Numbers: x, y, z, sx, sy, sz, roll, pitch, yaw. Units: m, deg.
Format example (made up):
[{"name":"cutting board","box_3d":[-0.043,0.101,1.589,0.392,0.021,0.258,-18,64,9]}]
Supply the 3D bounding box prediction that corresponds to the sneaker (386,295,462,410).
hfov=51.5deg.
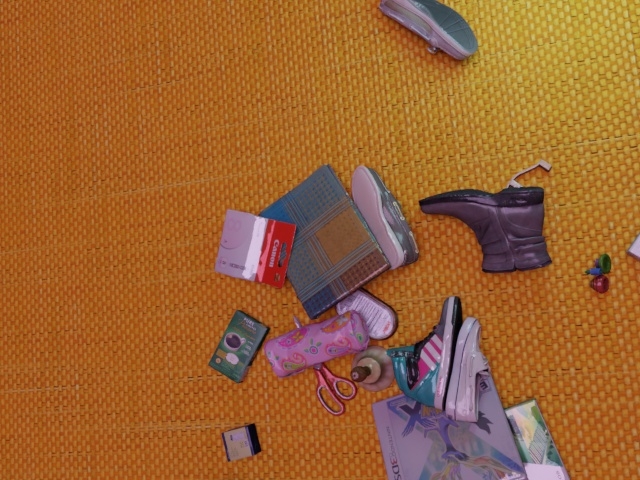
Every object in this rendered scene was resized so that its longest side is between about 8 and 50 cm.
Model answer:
[{"name":"sneaker","box_3d":[0.267,0.281,1.733,0.179,0.124,0.295,6,71,24]}]

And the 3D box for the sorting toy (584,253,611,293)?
[{"name":"sorting toy","box_3d":[0.695,0.083,1.666,0.042,0.061,0.101,-4,73,50]}]

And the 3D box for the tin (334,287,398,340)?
[{"name":"tin","box_3d":[0.124,0.200,1.824,0.190,0.040,0.106,32,98,17]}]

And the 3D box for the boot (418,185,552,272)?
[{"name":"boot","box_3d":[0.417,-0.020,1.720,0.338,0.118,0.222,1,103,34]}]

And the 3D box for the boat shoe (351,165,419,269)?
[{"name":"boat shoe","box_3d":[0.175,-0.068,1.809,0.109,0.091,0.304,-43,63,52]}]

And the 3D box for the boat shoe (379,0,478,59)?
[{"name":"boat shoe","box_3d":[0.295,-0.598,1.832,0.320,0.103,0.118,41,51,13]}]

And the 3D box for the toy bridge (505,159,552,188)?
[{"name":"toy bridge","box_3d":[0.524,-0.136,1.747,0.063,0.026,0.188,40,96,19]}]

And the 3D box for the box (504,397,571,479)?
[{"name":"box","box_3d":[0.439,0.564,1.679,0.322,0.058,0.232,-24,77,11]}]

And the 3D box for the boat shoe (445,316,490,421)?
[{"name":"boat shoe","box_3d":[0.382,0.323,1.667,0.088,0.096,0.267,5,61,26]}]

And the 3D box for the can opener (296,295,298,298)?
[{"name":"can opener","box_3d":[-0.028,0.083,1.877,0.059,0.073,0.185,0,78,55]}]

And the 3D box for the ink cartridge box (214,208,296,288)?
[{"name":"ink cartridge box","box_3d":[-0.190,0.021,1.881,0.232,0.066,0.188,13,91,42]}]

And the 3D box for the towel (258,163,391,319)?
[{"name":"towel","box_3d":[0.000,0.000,1.837,0.272,0.040,0.370,-35,63,11]}]

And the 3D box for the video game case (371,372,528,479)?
[{"name":"video game case","box_3d":[0.312,0.501,1.667,0.329,0.036,0.299,-22,51,13]}]

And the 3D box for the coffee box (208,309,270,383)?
[{"name":"coffee box","box_3d":[-0.234,0.306,1.913,0.113,0.040,0.184,27,92,17]}]

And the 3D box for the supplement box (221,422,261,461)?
[{"name":"supplement box","box_3d":[-0.223,0.570,1.872,0.083,0.056,0.083,-18,79,14]}]

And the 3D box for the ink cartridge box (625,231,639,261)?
[{"name":"ink cartridge box","box_3d":[0.848,-0.018,1.622,0.104,0.060,0.180,35,94,18]}]

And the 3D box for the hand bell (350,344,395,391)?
[{"name":"hand bell","box_3d":[0.113,0.339,1.703,0.126,0.242,0.126,-2,84,16]}]

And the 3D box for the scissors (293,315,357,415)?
[{"name":"scissors","box_3d":[-0.016,0.352,1.854,0.109,0.021,0.297,-44,75,7]}]

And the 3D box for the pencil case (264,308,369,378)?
[{"name":"pencil case","box_3d":[-0.011,0.282,1.790,0.284,0.124,0.124,-23,78,20]}]
